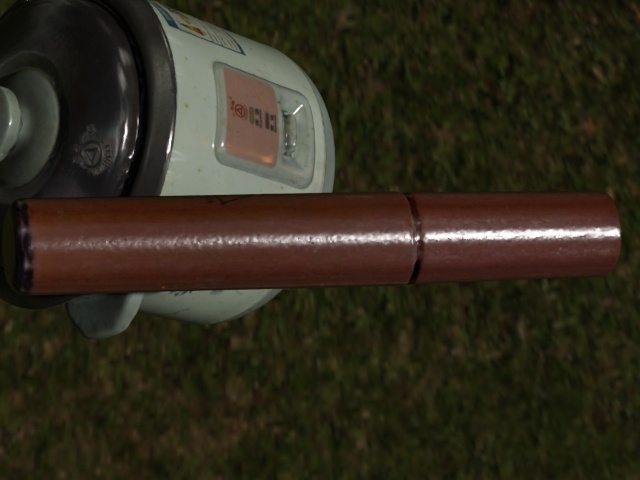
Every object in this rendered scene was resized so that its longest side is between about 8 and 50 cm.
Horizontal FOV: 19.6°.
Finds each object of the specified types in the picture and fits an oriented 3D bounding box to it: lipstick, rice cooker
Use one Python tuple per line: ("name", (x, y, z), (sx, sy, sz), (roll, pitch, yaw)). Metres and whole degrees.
("lipstick", (0.000, 0.000, 1.056), (0.357, 0.057, 0.057), (-1, 121, -18))
("rice cooker", (-0.152, -0.069, 1.480), (0.264, 0.316, 0.316), (-12, 126, 41))
